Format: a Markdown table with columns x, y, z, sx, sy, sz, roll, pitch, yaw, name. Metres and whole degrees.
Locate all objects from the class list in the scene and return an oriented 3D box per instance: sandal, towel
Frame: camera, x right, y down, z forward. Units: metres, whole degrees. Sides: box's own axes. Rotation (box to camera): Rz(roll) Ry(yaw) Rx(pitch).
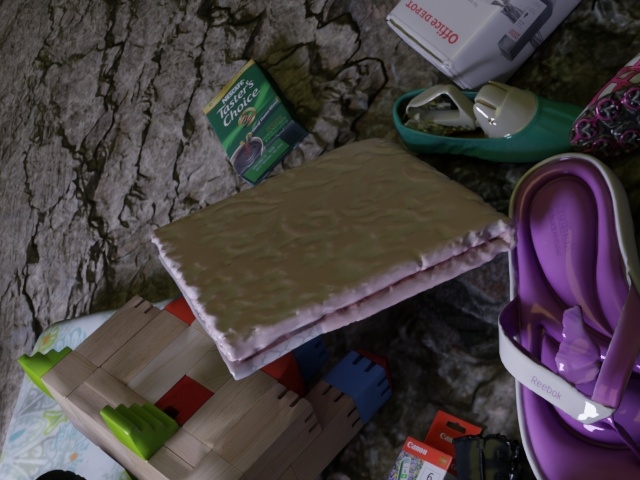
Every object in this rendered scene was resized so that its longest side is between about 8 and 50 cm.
| x | y | z | sx | sy | sz | roll | pitch | yaw | name |
| --- | --- | --- | --- | --- | --- | --- | --- | --- | --- |
| 0.228 | 0.084 | 0.949 | 0.169 | 0.102 | 0.416 | -30 | 46 | 26 | sandal |
| -0.270 | 0.234 | 1.340 | 0.374 | 0.090 | 0.321 | -11 | 57 | 39 | towel |
| 0.000 | 0.000 | 1.123 | 0.316 | 0.053 | 0.332 | -25 | 28 | -11 | towel |

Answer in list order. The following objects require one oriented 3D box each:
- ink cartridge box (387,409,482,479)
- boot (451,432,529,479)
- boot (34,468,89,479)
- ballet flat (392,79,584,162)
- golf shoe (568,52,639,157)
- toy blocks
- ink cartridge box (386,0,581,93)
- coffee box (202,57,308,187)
| x | y | z | sx | sy | sz | roll | pitch | yaw | name |
| --- | --- | --- | --- | --- | --- | --- | --- | --- | --- |
| 0.106 | 0.223 | 1.028 | 0.063 | 0.029 | 0.115 | 17 | 77 | 48 | ink cartridge box |
| 0.133 | 0.231 | 0.971 | 0.121 | 0.045 | 0.099 | -6 | 64 | 20 | boot |
| -0.213 | 0.375 | 1.125 | 0.246 | 0.207 | 0.094 | 24 | 41 | 21 | boot |
| 0.175 | -0.135 | 1.162 | 0.247 | 0.087 | 0.083 | 5 | 61 | 45 | ballet flat |
| 0.330 | -0.152 | 1.053 | 0.186 | 0.067 | 0.086 | -37 | 17 | 20 | golf shoe |
| -0.106 | 0.151 | 1.132 | 0.381 | 0.191 | 0.261 | 26 | 59 | 38 | toy blocks |
| 0.205 | -0.291 | 1.237 | 0.218 | 0.092 | 0.158 | -46 | 41 | 7 | ink cartridge box |
| -0.095 | -0.169 | 1.482 | 0.113 | 0.040 | 0.184 | -43 | 42 | 13 | coffee box |
